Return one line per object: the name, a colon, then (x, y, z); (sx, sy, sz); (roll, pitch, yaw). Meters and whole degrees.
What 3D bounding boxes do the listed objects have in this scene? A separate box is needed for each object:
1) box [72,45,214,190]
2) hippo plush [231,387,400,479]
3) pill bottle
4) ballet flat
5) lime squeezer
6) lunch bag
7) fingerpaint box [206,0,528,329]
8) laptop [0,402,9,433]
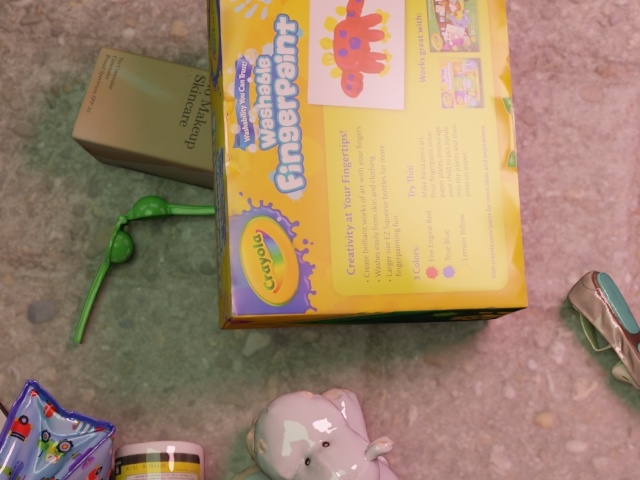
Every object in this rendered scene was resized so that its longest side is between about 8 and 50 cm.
box: (-0.165, -0.155, 2.067); (0.311, 0.121, 0.148); (13, 78, 16)
hippo plush: (-0.006, 0.312, 1.847); (0.234, 0.236, 0.294); (-41, 71, -1)
pill bottle: (-0.206, 0.371, 1.938); (0.119, 0.119, 0.208); (-7, 73, 11)
ballet flat: (0.388, 0.137, 1.905); (0.068, 0.072, 0.213); (-42, 68, 28)
lime squeezer: (-0.248, 0.008, 2.089); (0.310, 0.059, 0.110); (-38, 101, -1)
lunch bag: (-0.389, 0.360, 1.867); (0.138, 0.221, 0.293); (28, 57, 8)
fingerpaint box: (0.050, -0.117, 1.896); (0.371, 0.163, 0.444); (-2, 81, -10)
laptop: (-0.558, 0.406, 1.946); (0.408, 0.236, 0.382); (-40, 71, 0)
